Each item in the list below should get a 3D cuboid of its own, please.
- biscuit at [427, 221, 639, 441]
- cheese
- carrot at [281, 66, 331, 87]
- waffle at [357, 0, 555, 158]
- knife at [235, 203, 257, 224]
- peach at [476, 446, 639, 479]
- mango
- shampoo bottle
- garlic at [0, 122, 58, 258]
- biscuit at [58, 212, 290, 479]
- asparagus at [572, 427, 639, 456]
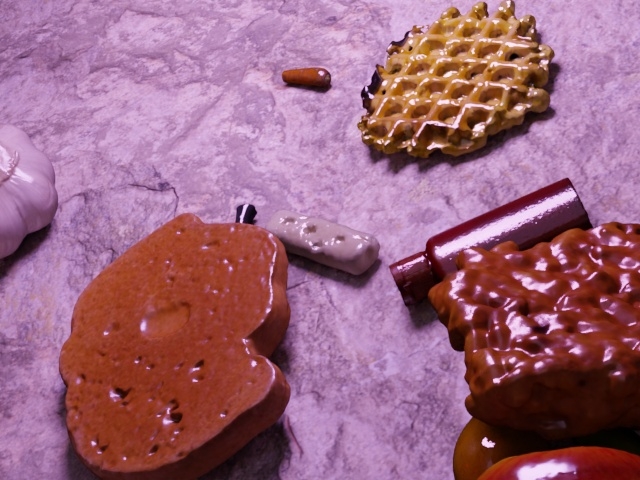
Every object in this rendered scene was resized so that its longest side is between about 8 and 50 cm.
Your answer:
[{"bbox_3d":[0.292,0.100,1.660,0.318,0.110,0.312,-8,33,-9],"label":"biscuit"},{"bbox_3d":[0.000,0.000,2.053,0.194,0.043,0.065,16,52,41],"label":"cheese"},{"bbox_3d":[-0.021,-0.260,2.344,0.093,0.032,0.032,7,51,41],"label":"carrot"},{"bbox_3d":[0.195,-0.241,2.182,0.307,0.060,0.311,-16,42,11],"label":"waffle"},{"bbox_3d":[-0.106,0.037,2.087,0.060,0.028,0.230,-9,47,17],"label":"knife"},{"bbox_3d":[0.241,0.337,1.426,0.281,0.238,0.280,2,74,-6],"label":"peach"},{"bbox_3d":[0.203,0.241,1.655,0.111,0.089,0.163,-14,35,8],"label":"mango"},{"bbox_3d":[0.218,0.008,1.904,0.260,0.064,0.102,-24,41,5],"label":"shampoo bottle"},{"bbox_3d":[-0.486,-0.072,2.333,0.143,0.178,0.229,5,62,-8],"label":"garlic"},{"bbox_3d":[-0.199,0.140,1.984,0.350,0.078,0.455,-16,44,16],"label":"biscuit"},{"bbox_3d":[0.292,0.194,1.672,0.060,0.067,0.277,-57,36,12],"label":"asparagus"}]
